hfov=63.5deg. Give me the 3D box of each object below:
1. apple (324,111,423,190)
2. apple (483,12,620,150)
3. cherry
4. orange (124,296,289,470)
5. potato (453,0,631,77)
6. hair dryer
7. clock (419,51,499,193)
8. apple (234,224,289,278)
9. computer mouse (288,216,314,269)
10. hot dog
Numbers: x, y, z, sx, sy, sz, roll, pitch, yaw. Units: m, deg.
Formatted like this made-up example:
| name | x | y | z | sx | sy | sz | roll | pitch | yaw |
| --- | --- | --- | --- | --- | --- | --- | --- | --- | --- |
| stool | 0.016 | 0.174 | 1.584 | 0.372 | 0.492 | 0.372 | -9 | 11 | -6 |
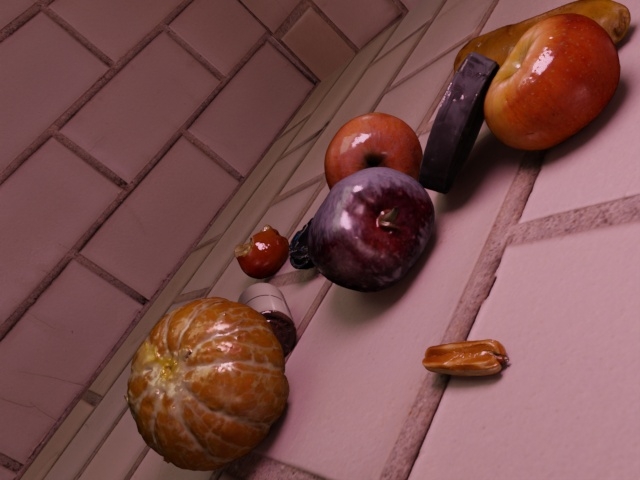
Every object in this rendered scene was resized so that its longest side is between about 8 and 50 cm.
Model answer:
| name | x | y | z | sx | sy | sz | roll | pitch | yaw |
| --- | --- | --- | --- | --- | --- | --- | --- | --- | --- |
| apple | 0.125 | -0.185 | 1.267 | 0.253 | 0.253 | 0.253 | -42 | 20 | 19 |
| apple | 0.397 | -0.263 | 0.892 | 0.235 | 0.173 | 0.210 | -53 | 11 | 22 |
| cherry | 0.093 | -0.021 | 1.019 | 0.255 | 0.218 | 0.296 | -62 | 17 | -16 |
| orange | -0.215 | 0.274 | 1.021 | 0.329 | 0.249 | 0.329 | -8 | 69 | 21 |
| potato | 0.443 | -0.390 | 1.086 | 0.369 | 0.196 | 0.176 | -4 | 91 | 55 |
| hair dryer | -0.200 | 0.287 | 1.257 | 0.362 | 0.128 | 0.203 | -55 | 19 | 5 |
| clock | 0.275 | -0.225 | 1.022 | 0.280 | 0.055 | 0.280 | -54 | -20 | -31 |
| apple | -0.177 | 0.038 | 1.632 | 0.158 | 0.147 | 0.156 | -35 | -12 | 10 |
| computer mouse | 0.000 | 0.000 | 1.395 | 0.147 | 0.077 | 0.241 | 0 | 43 | 40 |
| hot dog | 0.198 | 0.164 | 0.711 | 0.133 | 0.041 | 0.056 | -15 | 37 | 46 |
